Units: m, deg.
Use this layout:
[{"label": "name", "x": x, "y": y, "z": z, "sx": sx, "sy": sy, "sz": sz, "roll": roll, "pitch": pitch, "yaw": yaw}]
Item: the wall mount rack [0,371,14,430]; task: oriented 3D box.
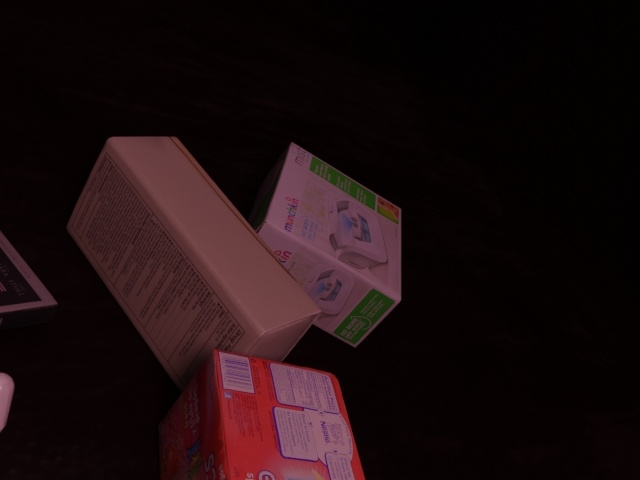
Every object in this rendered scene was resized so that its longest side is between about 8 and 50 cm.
[{"label": "wall mount rack", "x": -0.262, "y": 0.243, "z": 0.324, "sx": 0.350, "sy": 0.130, "sz": 0.304, "roll": 1, "pitch": 67, "yaw": -53}]

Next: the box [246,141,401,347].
[{"label": "box", "x": 0.000, "y": 0.000, "z": 1.034, "sx": 0.231, "sy": 0.127, "sz": 0.262, "roll": 32, "pitch": 31, "yaw": -12}]

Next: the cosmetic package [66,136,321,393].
[{"label": "cosmetic package", "x": -0.162, "y": 0.032, "z": 0.787, "sx": 0.309, "sy": 0.160, "sz": 0.113, "roll": 49, "pitch": 32, "yaw": 18}]

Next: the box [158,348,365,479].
[{"label": "box", "x": -0.047, "y": 0.268, "z": 0.594, "sx": 0.154, "sy": 0.142, "sz": 0.300, "roll": 17, "pitch": 36, "yaw": -30}]

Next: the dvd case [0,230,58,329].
[{"label": "dvd case", "x": -0.404, "y": 0.030, "z": 0.627, "sx": 0.179, "sy": 0.029, "sz": 0.238, "roll": 42, "pitch": 25, "yaw": 25}]
